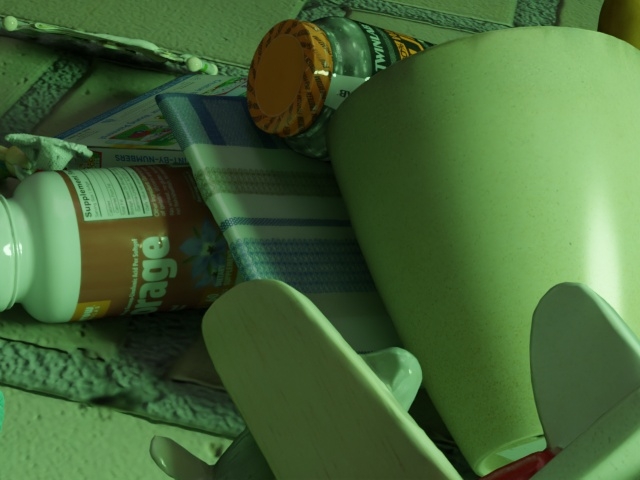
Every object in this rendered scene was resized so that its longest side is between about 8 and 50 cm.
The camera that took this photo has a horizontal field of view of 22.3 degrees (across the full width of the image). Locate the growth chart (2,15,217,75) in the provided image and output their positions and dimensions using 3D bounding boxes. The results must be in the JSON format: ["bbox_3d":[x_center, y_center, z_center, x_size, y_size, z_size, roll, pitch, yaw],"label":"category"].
[{"bbox_3d":[-0.222,-0.208,1.730,0.237,0.021,0.172,13,4,8],"label":"growth chart"}]

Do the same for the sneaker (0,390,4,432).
[{"bbox_3d":[-0.277,0.132,1.070,0.076,0.065,0.166,17,26,25],"label":"sneaker"}]

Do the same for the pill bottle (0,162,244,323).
[{"bbox_3d":[-0.173,0.003,1.285,0.216,0.121,0.121,-5,31,-26],"label":"pill bottle"}]

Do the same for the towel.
[{"bbox_3d":[0.000,0.000,1.282,0.209,0.034,0.285,0,53,-45],"label":"towel"}]

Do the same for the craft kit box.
[{"bbox_3d":[-0.088,-0.099,1.509,0.246,0.061,0.250,1,21,30],"label":"craft kit box"}]

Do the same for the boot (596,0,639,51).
[{"bbox_3d":[0.225,-0.120,1.532,0.211,0.104,0.295,1,70,-12],"label":"boot"}]

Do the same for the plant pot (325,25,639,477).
[{"bbox_3d":[0.148,0.028,1.187,0.256,0.256,0.274,0,65,-18],"label":"plant pot"}]

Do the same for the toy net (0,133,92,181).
[{"bbox_3d":[-0.263,-0.056,1.381,0.232,0.045,0.122,4,-14,45],"label":"toy net"}]

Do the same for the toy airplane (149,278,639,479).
[{"bbox_3d":[0.058,0.209,0.799,0.384,0.272,0.386,6,58,21],"label":"toy airplane"}]

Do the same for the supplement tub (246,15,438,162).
[{"bbox_3d":[0.042,-0.114,1.313,0.190,0.117,0.117,10,22,-37],"label":"supplement tub"}]
